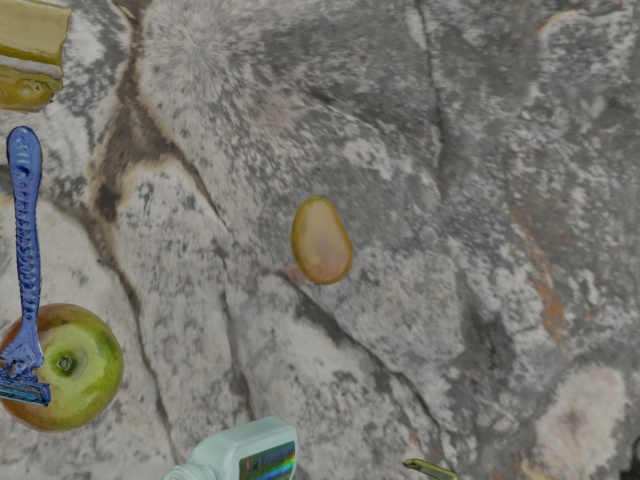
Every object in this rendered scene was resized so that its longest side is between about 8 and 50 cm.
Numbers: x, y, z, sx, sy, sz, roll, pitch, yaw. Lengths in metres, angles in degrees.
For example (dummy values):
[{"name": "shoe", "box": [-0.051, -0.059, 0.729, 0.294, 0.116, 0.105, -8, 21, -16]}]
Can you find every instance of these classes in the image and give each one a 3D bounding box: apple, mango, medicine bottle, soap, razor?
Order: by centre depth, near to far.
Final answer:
[{"name": "razor", "box": [-0.339, 0.027, 1.045, 0.093, 0.056, 0.324, 9, 105, 6]}, {"name": "soap", "box": [-0.517, -0.265, 1.280, 0.281, 0.259, 0.143, 4, 83, -30]}, {"name": "medicine bottle", "box": [-0.126, 0.328, 1.293, 0.083, 0.229, 0.121, 21, 102, 32]}, {"name": "apple", "box": [-0.389, 0.191, 1.374, 0.196, 0.196, 0.196, -2, 102, -7]}, {"name": "mango", "box": [-0.004, 0.004, 1.692, 0.111, 0.089, 0.163, -28, 92, -9]}]

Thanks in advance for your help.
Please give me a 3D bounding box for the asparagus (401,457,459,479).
[{"name": "asparagus", "box": [0.185, 0.390, 1.550, 0.108, 0.025, 0.021, 17, 112, 26]}]
